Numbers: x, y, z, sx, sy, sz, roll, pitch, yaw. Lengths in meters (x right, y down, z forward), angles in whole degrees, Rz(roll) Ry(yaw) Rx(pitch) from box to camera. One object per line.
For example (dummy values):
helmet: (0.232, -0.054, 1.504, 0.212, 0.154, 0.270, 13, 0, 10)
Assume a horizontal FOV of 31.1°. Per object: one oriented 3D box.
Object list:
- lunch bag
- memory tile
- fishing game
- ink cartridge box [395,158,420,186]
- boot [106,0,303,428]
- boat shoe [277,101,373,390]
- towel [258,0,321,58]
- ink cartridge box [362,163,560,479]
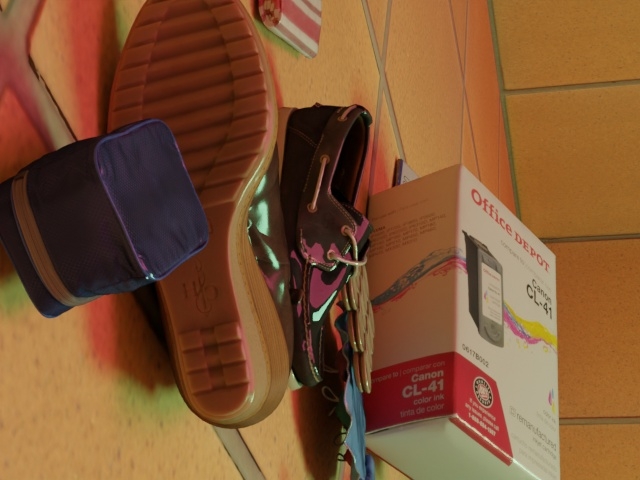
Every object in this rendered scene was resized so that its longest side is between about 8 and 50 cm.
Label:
lunch bag: (-0.098, -0.011, 0.510, 0.098, 0.065, 0.067, -42, 112, -71)
memory tile: (0.032, 0.055, 0.991, 0.148, 0.012, 0.113, -76, 158, -70)
fishing game: (0.021, 0.145, 1.021, 0.189, 0.041, 0.264, 77, 9, -59)
ink cartridge box: (0.167, 0.110, 1.452, 0.330, 0.071, 0.324, 41, 37, -25)
boot: (-0.061, -0.017, 0.687, 0.207, 0.090, 0.248, -3, 89, -88)
boat shoe: (0.000, 0.000, 0.889, 0.084, 0.079, 0.233, 60, 31, -65)
towel: (-0.027, -0.256, 0.945, 0.144, 0.029, 0.197, 8, 82, -76)
ink cartridge box: (0.152, 0.107, 1.237, 0.226, 0.131, 0.306, 39, 46, -39)
